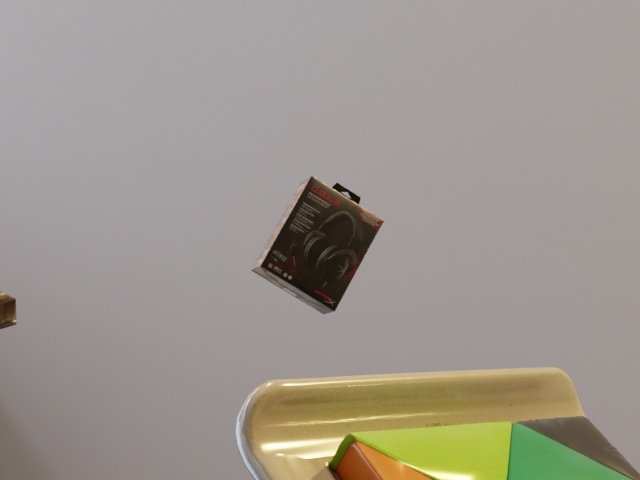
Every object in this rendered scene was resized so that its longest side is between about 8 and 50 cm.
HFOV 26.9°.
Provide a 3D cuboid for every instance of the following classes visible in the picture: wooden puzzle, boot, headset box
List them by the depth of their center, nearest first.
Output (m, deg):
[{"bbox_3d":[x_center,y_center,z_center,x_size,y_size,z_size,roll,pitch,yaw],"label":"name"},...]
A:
[{"bbox_3d":[0.105,0.141,0.551,0.239,0.221,0.044,54,-54,35],"label":"wooden puzzle"},{"bbox_3d":[0.000,0.000,0.934,0.062,0.083,0.032,32,-14,-10],"label":"headset box"},{"bbox_3d":[-0.454,0.079,1.717,0.106,0.114,0.037,64,-23,1],"label":"boot"}]
